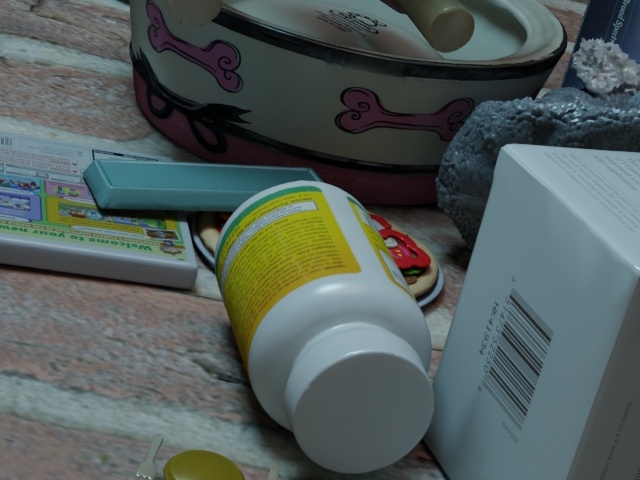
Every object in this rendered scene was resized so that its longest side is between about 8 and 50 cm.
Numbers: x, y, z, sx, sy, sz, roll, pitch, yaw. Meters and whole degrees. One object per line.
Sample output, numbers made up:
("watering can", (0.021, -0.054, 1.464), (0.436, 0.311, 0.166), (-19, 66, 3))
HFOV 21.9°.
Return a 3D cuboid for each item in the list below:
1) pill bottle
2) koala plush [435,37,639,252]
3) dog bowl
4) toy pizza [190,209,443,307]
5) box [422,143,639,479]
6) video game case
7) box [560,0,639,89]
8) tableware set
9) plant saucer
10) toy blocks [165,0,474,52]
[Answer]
("pill bottle", (0.004, 0.055, 1.061), (0.117, 0.117, 0.208), (6, 26, -18))
("koala plush", (0.216, -0.067, 1.364), (0.203, 0.196, 0.221), (11, 27, 17))
("dog bowl", (0.009, -0.170, 1.507), (0.408, 0.150, 0.408), (12, 24, -5))
("toy pizza", (0.000, 0.000, 1.277), (0.201, 0.032, 0.201), (12, 25, -6))
("box", (0.268, 0.077, 1.042), (0.345, 0.215, 0.168), (3, 26, -25))
("video game case", (-0.206, -0.030, 1.238), (0.212, 0.023, 0.193), (9, 25, -15))
("box", (0.425, -0.218, 1.660), (0.294, 0.296, 0.183), (21, 25, 14))
("tableware set", (-0.038, 0.163, 0.924), (0.154, 0.024, 0.104), (17, 28, 2))
("plant saucer", (-0.082, -0.042, 1.271), (0.192, 0.018, 0.067), (2, 25, -22))
("toy blocks", (0.003, -0.345, 1.320), (0.288, 0.309, 0.260), (3, 33, -23))
